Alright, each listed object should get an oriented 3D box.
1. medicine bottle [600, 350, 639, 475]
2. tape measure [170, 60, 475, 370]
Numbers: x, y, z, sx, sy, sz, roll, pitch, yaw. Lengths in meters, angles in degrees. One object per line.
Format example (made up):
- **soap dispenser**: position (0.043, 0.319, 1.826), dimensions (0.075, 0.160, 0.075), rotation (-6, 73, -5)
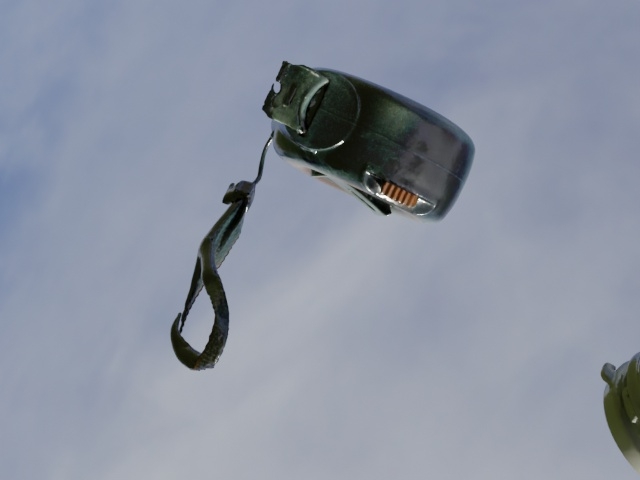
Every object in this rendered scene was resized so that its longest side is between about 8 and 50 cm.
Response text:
- **medicine bottle**: position (0.267, 0.060, 0.950), dimensions (0.215, 0.135, 0.135), rotation (-43, -141, 37)
- **tape measure**: position (-0.001, 0.002, 0.793), dimensions (0.179, 0.107, 0.104), rotation (-66, -175, -18)
